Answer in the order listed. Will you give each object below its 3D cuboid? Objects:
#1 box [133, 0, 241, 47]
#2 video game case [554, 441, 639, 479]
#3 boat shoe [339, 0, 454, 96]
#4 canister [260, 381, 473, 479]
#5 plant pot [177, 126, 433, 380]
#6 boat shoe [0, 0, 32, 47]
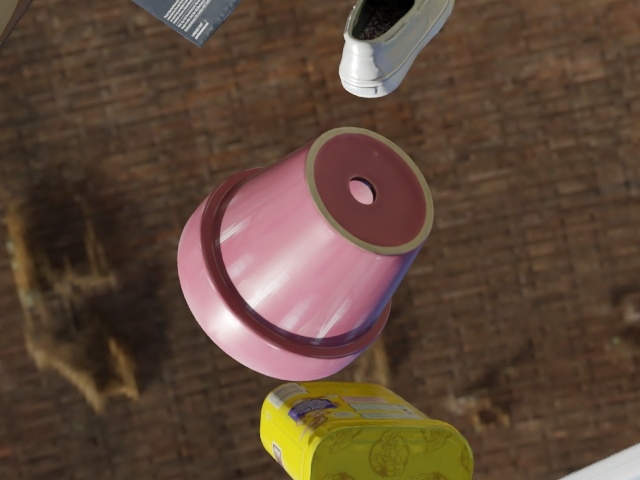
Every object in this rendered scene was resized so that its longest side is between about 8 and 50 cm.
[{"bbox_3d":[-0.139,-0.360,1.749,0.103,0.184,0.261,-41,-161,43],"label":"box"},{"bbox_3d":[0.228,0.200,1.229,0.212,0.023,0.193,-31,150,31],"label":"video game case"},{"bbox_3d":[0.061,-0.193,1.309,0.066,0.063,0.184,19,-131,20],"label":"boat shoe"},{"bbox_3d":[0.030,0.157,1.246,0.126,0.073,0.170,2,-173,-15],"label":"canister"},{"bbox_3d":[0.000,0.000,1.448,0.201,0.201,0.180,-20,164,-41],"label":"plant pot"},{"bbox_3d":[-0.196,-0.241,0.997,0.342,0.123,0.123,-58,-160,-6],"label":"boat shoe"}]
